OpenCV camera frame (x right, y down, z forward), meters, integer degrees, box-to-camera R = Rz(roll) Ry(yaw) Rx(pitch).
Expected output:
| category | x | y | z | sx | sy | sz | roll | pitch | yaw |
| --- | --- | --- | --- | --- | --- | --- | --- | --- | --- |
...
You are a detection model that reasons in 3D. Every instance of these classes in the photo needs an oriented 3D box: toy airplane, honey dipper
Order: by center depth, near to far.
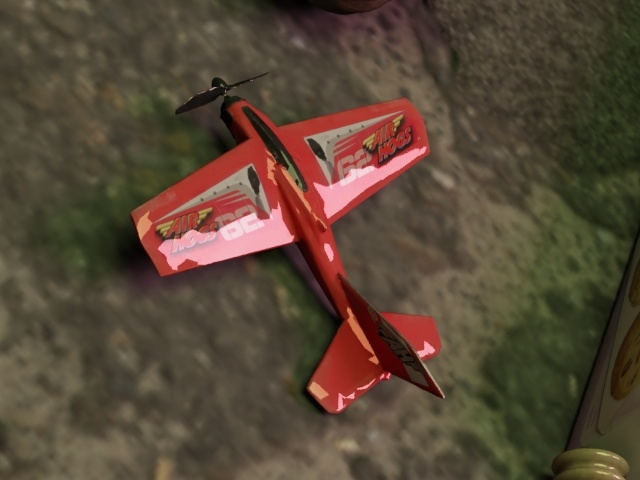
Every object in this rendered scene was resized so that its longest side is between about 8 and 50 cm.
| category | x | y | z | sx | sy | sz | roll | pitch | yaw |
| --- | --- | --- | --- | --- | --- | --- | --- | --- | --- |
| honey dipper | 0.096 | 0.152 | 0.550 | 0.030 | 0.030 | 0.160 | 21 | 54 | -21 |
| toy airplane | 0.000 | 0.000 | 0.584 | 0.151 | 0.028 | 0.151 | 15 | 56 | -24 |

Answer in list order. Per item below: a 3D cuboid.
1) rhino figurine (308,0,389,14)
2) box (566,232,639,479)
| category | x | y | z | sx | sy | sz | roll | pitch | yaw |
| --- | --- | --- | --- | --- | --- | --- | --- | --- | --- |
| rhino figurine | -0.007 | -0.198 | 0.675 | 0.106 | 0.073 | 0.243 | -11 | 67 | -40 |
| box | 0.191 | -0.017 | 0.696 | 0.063 | 0.067 | 0.324 | 36 | 49 | -9 |
